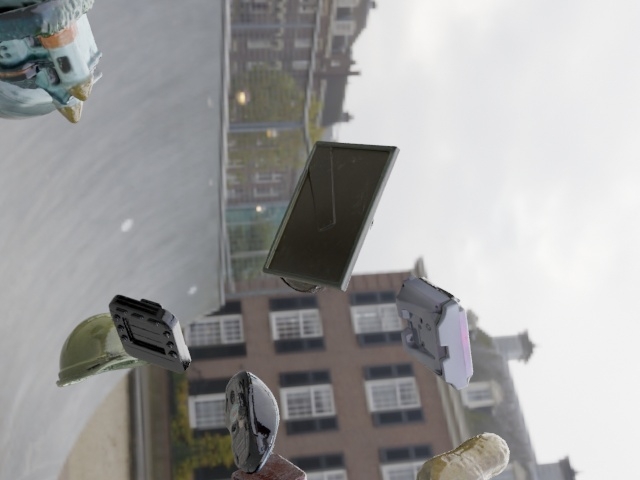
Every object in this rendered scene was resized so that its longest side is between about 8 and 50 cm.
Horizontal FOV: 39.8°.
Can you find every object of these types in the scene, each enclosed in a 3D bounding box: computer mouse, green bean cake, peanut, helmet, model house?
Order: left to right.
[{"bbox_3d":[-0.634,-0.330,1.939,0.371,0.188,0.121,-16,92,-61],"label":"computer mouse"},{"bbox_3d":[-0.515,-0.329,1.647,0.184,0.253,0.291,-74,154,-46],"label":"model house"},{"bbox_3d":[-0.479,0.232,1.994,0.204,0.258,0.137,-29,-105,59],"label":"helmet"},{"bbox_3d":[-0.147,0.400,1.955,0.137,0.096,0.233,118,-35,-47],"label":"computer mouse"},{"bbox_3d":[-0.112,0.539,1.959,0.135,0.136,0.056,15,-63,52],"label":"green bean cake"},{"bbox_3d":[0.263,0.418,1.619,0.099,0.214,0.099,22,-58,41],"label":"peanut"}]

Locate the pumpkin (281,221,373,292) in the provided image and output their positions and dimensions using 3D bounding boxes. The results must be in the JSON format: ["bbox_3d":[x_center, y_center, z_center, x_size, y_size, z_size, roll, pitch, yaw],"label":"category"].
[{"bbox_3d":[0.000,0.000,2.446,0.320,0.192,0.320,-51,-174,8],"label":"pumpkin"}]

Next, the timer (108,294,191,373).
[{"bbox_3d":[-0.335,0.183,1.758,0.187,0.144,0.055,86,26,-49],"label":"timer"}]

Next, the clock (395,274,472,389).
[{"bbox_3d":[0.272,0.224,2.127,0.186,0.083,0.253,34,-39,55],"label":"clock"}]

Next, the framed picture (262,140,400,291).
[{"bbox_3d":[0.016,-0.054,1.669,0.213,0.016,0.289,9,-108,42],"label":"framed picture"}]
